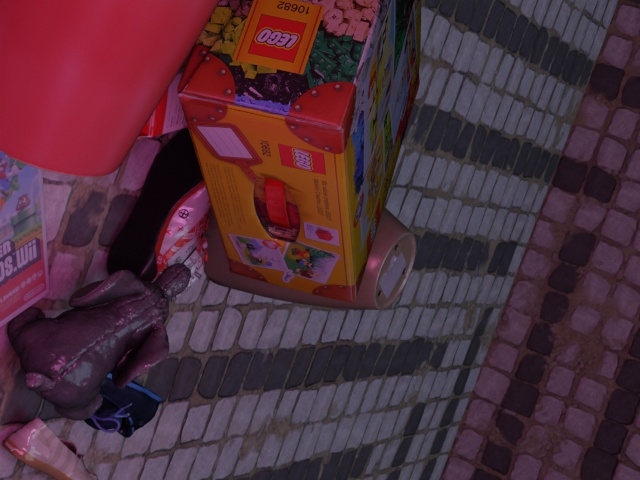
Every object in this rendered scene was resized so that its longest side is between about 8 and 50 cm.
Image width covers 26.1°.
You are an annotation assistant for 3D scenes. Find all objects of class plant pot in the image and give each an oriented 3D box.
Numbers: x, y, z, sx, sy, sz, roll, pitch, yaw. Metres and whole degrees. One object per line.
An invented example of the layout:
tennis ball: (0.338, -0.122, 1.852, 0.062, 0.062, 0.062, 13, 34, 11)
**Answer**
plant pot: (0.000, 0.000, 2.136, 0.256, 0.274, 0.256, -46, 149, -39)
plant pot: (-0.262, -0.216, 1.461, 0.275, 0.275, 0.243, -13, 131, -61)

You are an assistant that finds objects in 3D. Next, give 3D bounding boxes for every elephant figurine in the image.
elephant figurine: (-0.263, 0.105, 1.749, 0.239, 0.186, 0.169, -32, 138, -6)

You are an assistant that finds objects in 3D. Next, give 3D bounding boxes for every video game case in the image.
video game case: (-0.398, -0.008, 1.614, 0.204, 0.025, 0.285, -40, 144, -45)

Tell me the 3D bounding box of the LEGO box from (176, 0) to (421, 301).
LEGO box: (-0.004, -0.196, 1.755, 0.500, 0.193, 0.372, 82, 23, -66)

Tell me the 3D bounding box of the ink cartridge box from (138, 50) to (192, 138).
ink cartridge box: (-0.216, -0.191, 1.696, 0.231, 0.134, 0.078, -24, 130, -58)

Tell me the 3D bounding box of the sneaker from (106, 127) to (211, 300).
sneaker: (-0.191, -0.037, 1.940, 0.270, 0.090, 0.145, -60, 156, -8)

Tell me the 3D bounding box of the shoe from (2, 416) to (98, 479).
shoe: (-0.356, 0.299, 1.899, 0.058, 0.076, 0.219, -57, 152, -11)

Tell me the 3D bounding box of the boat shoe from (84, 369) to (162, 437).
boat shoe: (-0.293, 0.231, 1.939, 0.089, 0.109, 0.258, -60, 153, -9)
